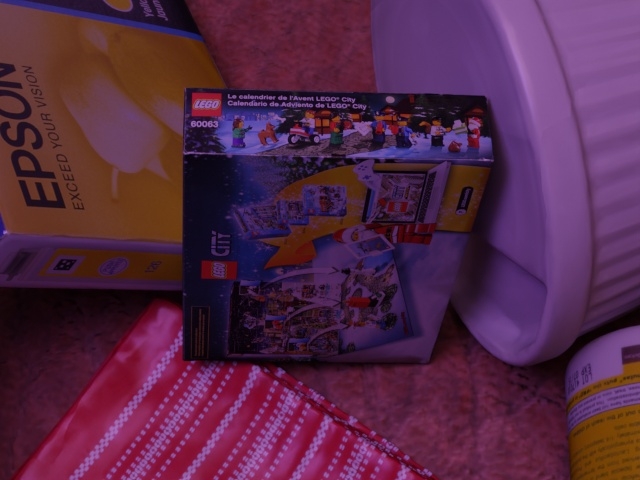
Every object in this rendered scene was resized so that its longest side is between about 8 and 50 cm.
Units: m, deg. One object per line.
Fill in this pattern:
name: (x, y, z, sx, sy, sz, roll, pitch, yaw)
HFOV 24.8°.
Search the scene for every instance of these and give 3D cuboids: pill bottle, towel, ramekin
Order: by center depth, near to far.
pill bottle: (0.198, 0.162, 0.799, 0.117, 0.117, 0.215, -3, 62, 10)
ramekin: (0.134, -0.071, 0.858, 0.127, 0.273, 0.272, -15, 60, -12)
towel: (-0.056, 0.173, 0.895, 0.275, 0.031, 0.199, 32, 74, 24)

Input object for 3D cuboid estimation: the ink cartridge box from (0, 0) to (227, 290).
ink cartridge box: (-0.193, -0.103, 0.934, 0.072, 0.307, 0.303, -46, 56, 33)

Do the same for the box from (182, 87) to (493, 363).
box: (0.000, 0.000, 0.837, 0.159, 0.233, 0.044, 2, 58, -5)
